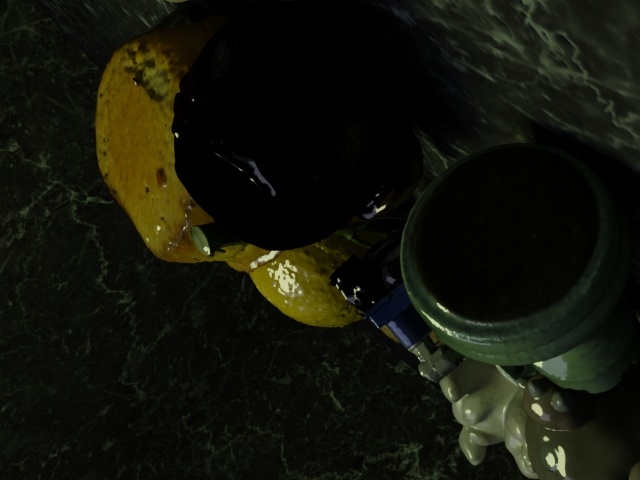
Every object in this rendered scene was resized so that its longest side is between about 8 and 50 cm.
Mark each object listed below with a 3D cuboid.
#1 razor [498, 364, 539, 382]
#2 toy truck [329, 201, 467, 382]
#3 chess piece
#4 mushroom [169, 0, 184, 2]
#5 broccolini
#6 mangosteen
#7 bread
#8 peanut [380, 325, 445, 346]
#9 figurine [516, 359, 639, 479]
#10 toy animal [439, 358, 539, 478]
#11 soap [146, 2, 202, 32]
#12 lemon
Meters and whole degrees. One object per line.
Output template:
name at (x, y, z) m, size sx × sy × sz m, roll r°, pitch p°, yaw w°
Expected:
razor at (0.291, 0.106, 1.050) m, size 0.068 × 0.106 × 0.232 m, roll 39°, pitch 163°, yaw 27°
toy truck at (0.137, 0.051, 0.915) m, size 0.177 × 0.161 × 0.213 m, roll 52°, pitch -154°, yaw 8°
chess piece at (0.220, 0.054, 0.766) m, size 0.194 × 0.195 × 0.299 m, roll 37°, pitch 179°, yaw 40°
mushroom at (-0.197, -0.337, 0.908) m, size 0.154 × 0.122 × 0.154 m, roll 44°, pitch 167°, yaw 13°
broccolini at (0.016, 0.002, 1.015) m, size 0.079 × 0.392 × 0.074 m, roll -44°, pitch 61°, yaw 49°
mangosteen at (-0.018, -0.106, 0.848) m, size 0.287 × 0.233 × 0.288 m, roll 26°, pitch 151°, yaw 15°
bread at (-0.169, -0.127, 1.110) m, size 0.358 × 0.204 × 0.337 m, roll 47°, pitch 135°, yaw 33°
peanut at (0.170, 0.086, 1.110) m, size 0.197 × 0.232 × 0.110 m, roll 99°, pitch 166°, yaw -65°
figurine at (0.391, 0.263, 1.025) m, size 0.248 × 0.203 × 0.380 m, roll 46°, pitch -173°, yaw 28°
toy animal at (0.370, 0.302, 1.394) m, size 0.265 × 0.206 × 0.272 m, roll 14°, pitch 133°, yaw 49°
soap at (-0.195, -0.235, 1.301) m, size 0.257 × 0.160 × 0.080 m, roll 49°, pitch -160°, yaw -31°
lemon at (0.000, 0.000, 1.266) m, size 0.310 × 0.258 × 0.258 m, roll 32°, pitch 167°, yaw 43°
